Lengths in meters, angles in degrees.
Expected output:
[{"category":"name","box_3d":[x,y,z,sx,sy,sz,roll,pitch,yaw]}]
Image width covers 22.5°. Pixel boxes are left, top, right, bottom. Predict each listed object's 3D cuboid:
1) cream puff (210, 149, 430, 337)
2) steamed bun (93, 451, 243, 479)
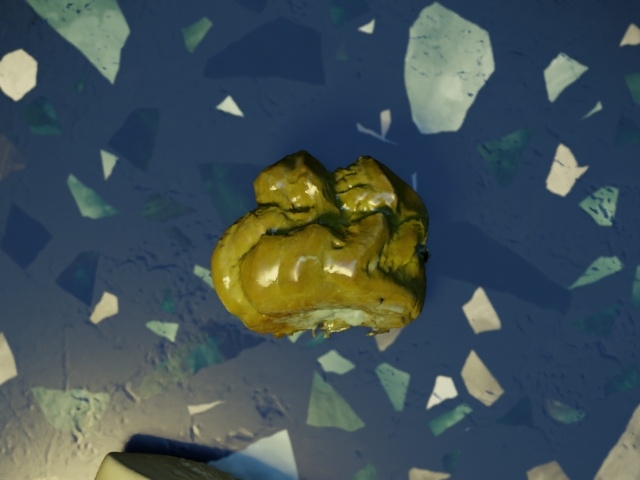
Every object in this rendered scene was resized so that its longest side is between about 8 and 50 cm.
[{"category":"cream puff","box_3d":[0.000,-0.002,1.600,0.220,0.195,0.195,-6,89,-2]},{"category":"steamed bun","box_3d":[-0.130,0.329,1.605,0.250,0.155,0.200,19,90,6]}]
